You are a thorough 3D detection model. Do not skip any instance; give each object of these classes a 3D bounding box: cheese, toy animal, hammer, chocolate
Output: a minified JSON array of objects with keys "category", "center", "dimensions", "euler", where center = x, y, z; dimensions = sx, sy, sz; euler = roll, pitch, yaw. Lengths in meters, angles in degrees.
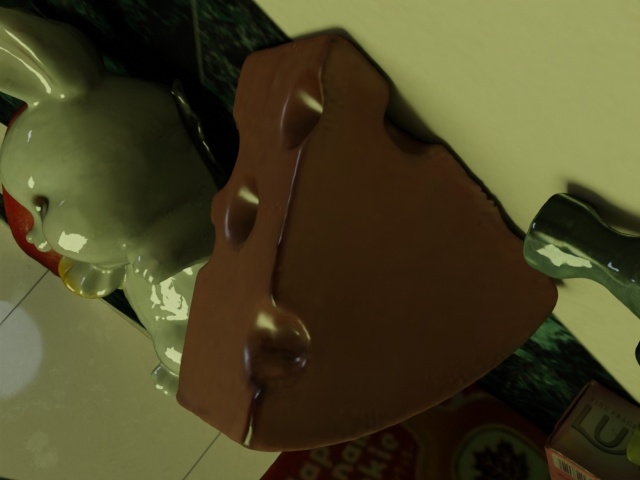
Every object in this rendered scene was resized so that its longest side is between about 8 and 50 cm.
[{"category":"cheese","center":[-0.002,0.028,0.527],"dimensions":[0.203,0.177,0.128],"euler":[45,164,-24]},{"category":"toy animal","center":[-0.138,-0.037,0.735],"dimensions":[0.325,0.154,0.208],"euler":[63,-178,-11]},{"category":"hammer","center":[0.185,0.073,0.486],"dimensions":[0.159,0.041,0.226],"euler":[31,163,32]},{"category":"chocolate","center":[0.073,0.216,0.817],"dimensions":[0.235,0.237,0.108],"euler":[35,155,18]}]

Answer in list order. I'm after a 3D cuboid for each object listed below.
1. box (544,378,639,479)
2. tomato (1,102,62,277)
[{"category":"box","center":[0.222,0.165,0.639],"dimensions":[0.156,0.060,0.111],"euler":[34,165,28]},{"category":"tomato","center":[-0.227,-0.024,0.991],"dimensions":[0.233,0.139,0.200],"euler":[34,171,14]}]
